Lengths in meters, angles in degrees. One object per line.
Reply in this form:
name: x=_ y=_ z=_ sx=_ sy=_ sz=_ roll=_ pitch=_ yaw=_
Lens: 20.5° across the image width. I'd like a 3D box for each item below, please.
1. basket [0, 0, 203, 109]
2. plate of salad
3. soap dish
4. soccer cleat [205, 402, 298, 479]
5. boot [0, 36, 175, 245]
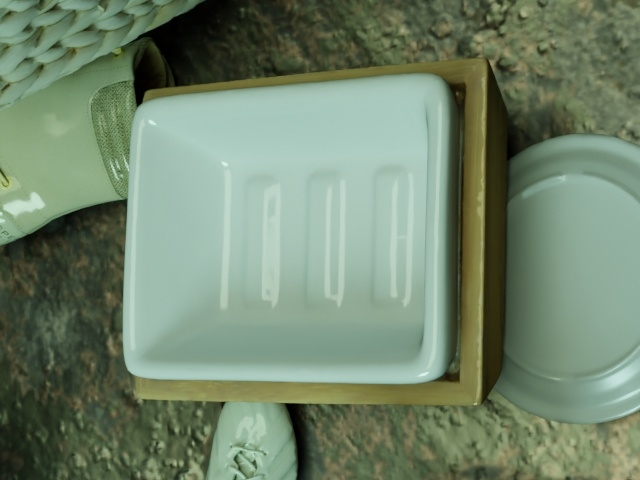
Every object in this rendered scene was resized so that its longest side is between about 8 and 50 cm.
basket: x=-0.251 y=-0.300 z=1.257 sx=0.328 sy=0.331 sz=0.266 roll=25 pitch=129 yaw=24
plate of salad: x=0.181 y=0.026 z=1.219 sx=0.199 sy=0.048 sz=0.200 roll=-3 pitch=84 yaw=33
soap dish: x=0.000 y=0.000 z=1.241 sx=0.290 sy=0.118 sz=0.229 roll=-2 pitch=84 yaw=34
soccer cleat: x=-0.062 y=0.201 z=1.292 sx=0.068 sy=0.076 sz=0.196 roll=8 pitch=88 yaw=24
boot: x=-0.220 y=-0.138 z=1.383 sx=0.203 sy=0.095 sz=0.262 roll=-16 pitch=81 yaw=22
